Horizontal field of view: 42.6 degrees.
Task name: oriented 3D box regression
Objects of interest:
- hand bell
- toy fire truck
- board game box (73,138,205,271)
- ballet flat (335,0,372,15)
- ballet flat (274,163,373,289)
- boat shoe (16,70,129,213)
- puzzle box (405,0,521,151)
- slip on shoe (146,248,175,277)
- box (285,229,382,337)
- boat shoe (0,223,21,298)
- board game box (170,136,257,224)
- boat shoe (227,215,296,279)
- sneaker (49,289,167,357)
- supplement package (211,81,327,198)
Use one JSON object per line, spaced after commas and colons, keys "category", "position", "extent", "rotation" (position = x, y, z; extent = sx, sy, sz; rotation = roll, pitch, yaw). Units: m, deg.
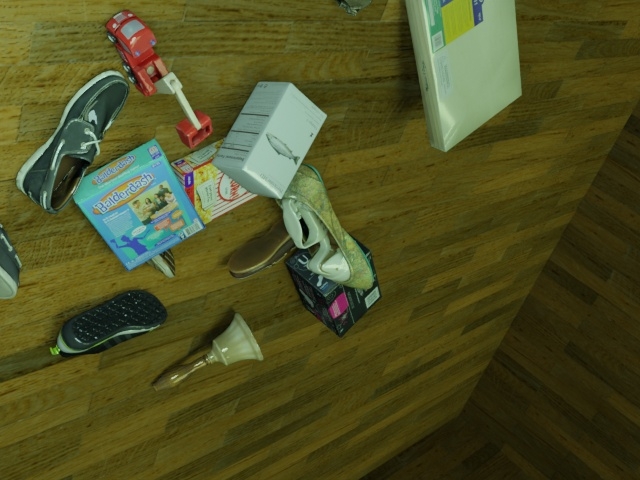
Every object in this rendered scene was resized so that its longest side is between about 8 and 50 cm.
{"category": "hand bell", "position": [-0.263, 0.274, 1.847], "extent": [0.242, 0.126, 0.126], "rotation": [-29, 147, -14]}
{"category": "toy fire truck", "position": [-0.237, -0.237, 1.218], "extent": [0.047, 0.135, 0.192], "rotation": [-42, 151, -16]}
{"category": "board game box", "position": [-0.303, -0.055, 1.384], "extent": [0.160, 0.047, 0.210], "rotation": [-30, 145, -7]}
{"category": "ballet flat", "position": [0.013, -0.432, 1.411], "extent": [0.250, 0.084, 0.058], "rotation": [-8, 130, -59]}
{"category": "ballet flat", "position": [0.000, 0.000, 1.742], "extent": [0.123, 0.123, 0.348], "rotation": [-40, 122, -19]}
{"category": "boat shoe", "position": [-0.353, -0.145, 1.224], "extent": [0.233, 0.079, 0.084], "rotation": [-53, 150, 2]}
{"category": "puzzle box", "position": [0.314, -0.428, 1.754], "extent": [0.272, 0.052, 0.408], "rotation": [-36, 132, -24]}
{"category": "slip on shoe", "position": [-0.308, 0.033, 1.540], "extent": [0.041, 0.051, 0.135], "rotation": [-8, 158, 6]}
{"category": "box", "position": [0.038, 0.095, 1.998], "extent": [0.163, 0.142, 0.247], "rotation": [-44, 152, -14]}
{"category": "boat shoe", "position": [-0.503, 0.003, 1.225], "extent": [0.206, 0.075, 0.065], "rotation": [81, 11, -48]}
{"category": "board game box", "position": [-0.186, -0.116, 1.528], "extent": [0.193, 0.045, 0.146], "rotation": [-32, 147, -31]}
{"category": "boat shoe", "position": [-0.110, 0.025, 1.772], "extent": [0.207, 0.073, 0.073], "rotation": [-36, 143, -26]}
{"category": "sneaker", "position": [-0.401, 0.161, 1.543], "extent": [0.235, 0.084, 0.097], "rotation": [-13, 158, -47]}
{"category": "supplement package", "position": [-0.090, -0.179, 1.453], "extent": [0.105, 0.105, 0.179], "rotation": [37, 76, -39]}
